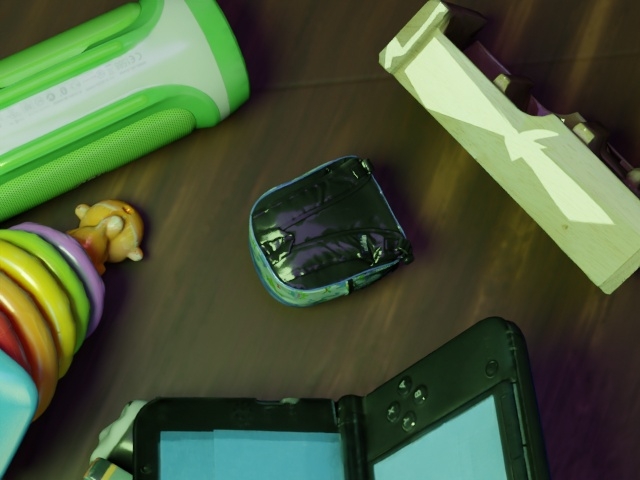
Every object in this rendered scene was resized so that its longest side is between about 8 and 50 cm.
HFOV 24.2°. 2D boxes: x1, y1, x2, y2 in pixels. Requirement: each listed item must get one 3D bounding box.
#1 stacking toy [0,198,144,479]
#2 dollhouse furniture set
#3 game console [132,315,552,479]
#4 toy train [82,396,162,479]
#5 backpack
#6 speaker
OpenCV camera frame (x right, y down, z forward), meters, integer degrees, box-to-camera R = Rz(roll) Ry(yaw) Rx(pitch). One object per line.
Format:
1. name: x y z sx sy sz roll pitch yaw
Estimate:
1. stacking toy: -0.228 0.045 1.132 0.175 0.166 0.302 38 38 5
2. dollhouse furniture set: 0.284 -0.192 1.163 0.256 0.362 0.394 46 106 8
3. game console: 0.013 0.202 0.994 0.173 0.250 0.293 22 46 -34
4. toy train: -0.049 0.254 1.119 0.333 0.142 0.190 29 62 7
5. backpack: 0.000 0.000 1.215 0.114 0.084 0.105 -22 76 -15
6. speaker: -0.210 -0.102 1.208 0.296 0.131 0.131 -26 77 -11
